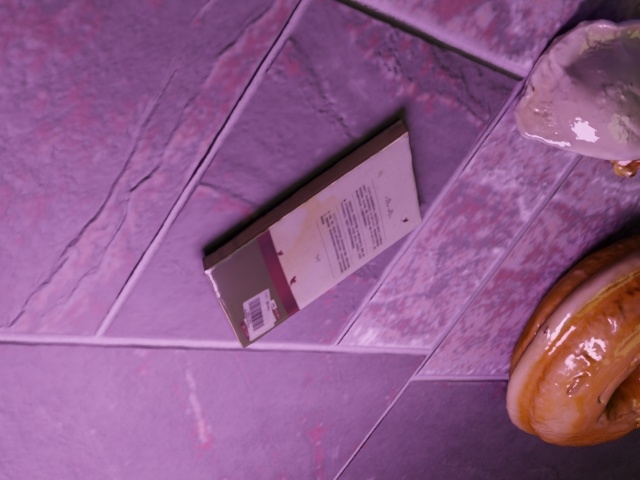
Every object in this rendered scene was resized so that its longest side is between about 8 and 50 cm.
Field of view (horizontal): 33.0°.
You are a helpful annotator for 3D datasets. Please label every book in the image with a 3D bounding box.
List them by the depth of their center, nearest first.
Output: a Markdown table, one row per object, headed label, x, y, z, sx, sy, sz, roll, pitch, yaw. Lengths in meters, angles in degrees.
| label | x | y | z | sx | sy | sz | roll | pitch | yaw |
| --- | --- | --- | --- | --- | --- | --- | --- | --- | --- |
| book | 0.000 | 0.000 | 1.291 | 0.289 | 0.026 | 0.201 | -35 | 147 | -13 |

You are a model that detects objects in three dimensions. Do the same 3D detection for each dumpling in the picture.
| label | x | y | z | sx | sy | sz | roll | pitch | yaw |
| --- | --- | --- | --- | --- | --- | --- | --- | --- | --- |
| dumpling | 0.377 | -0.192 | 1.367 | 0.252 | 0.131 | 0.179 | 6 | 111 | -11 |

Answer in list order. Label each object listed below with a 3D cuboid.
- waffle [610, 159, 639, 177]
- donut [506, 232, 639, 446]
| label | x | y | z | sx | sy | sz | roll | pitch | yaw |
| --- | --- | --- | --- | --- | --- | --- | --- | --- | --- |
| waffle | 0.537 | -0.230 | 1.563 | 0.325 | 0.068 | 0.302 | -30 | 145 | -22 |
| donut | 0.511 | 0.179 | 1.873 | 0.448 | 0.198 | 0.449 | -21 | 139 | -19 |
